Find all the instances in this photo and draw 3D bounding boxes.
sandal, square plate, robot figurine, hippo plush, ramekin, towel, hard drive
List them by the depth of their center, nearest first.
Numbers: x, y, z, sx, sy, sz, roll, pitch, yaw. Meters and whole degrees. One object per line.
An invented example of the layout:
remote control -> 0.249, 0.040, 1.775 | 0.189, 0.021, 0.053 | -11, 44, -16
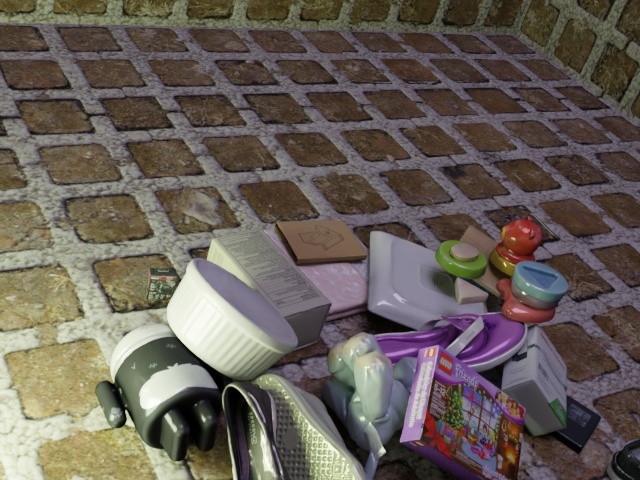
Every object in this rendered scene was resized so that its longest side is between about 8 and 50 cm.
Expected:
robot figurine -> -0.296, 0.288, 1.608 | 0.209, 0.173, 0.278 | 31, 15, -51
ramekin -> -0.188, 0.166, 1.686 | 0.273, 0.127, 0.273 | 40, 5, -4
hippo plush -> 0.163, 0.312, 1.710 | 0.237, 0.234, 0.294 | -2, 38, -24
sandal -> 0.277, 0.227, 1.895 | 0.416, 0.102, 0.169 | -13, 38, -8
hard drive -> 0.580, 0.421, 1.923 | 0.094, 0.022, 0.135 | 33, 37, 21
square plate -> 0.286, 0.118, 2.124 | 0.344, 0.049, 0.347 | 21, 33, -9
towel -> 0.012, 0.068, 2.144 | 0.317, 0.053, 0.332 | -11, 43, -34

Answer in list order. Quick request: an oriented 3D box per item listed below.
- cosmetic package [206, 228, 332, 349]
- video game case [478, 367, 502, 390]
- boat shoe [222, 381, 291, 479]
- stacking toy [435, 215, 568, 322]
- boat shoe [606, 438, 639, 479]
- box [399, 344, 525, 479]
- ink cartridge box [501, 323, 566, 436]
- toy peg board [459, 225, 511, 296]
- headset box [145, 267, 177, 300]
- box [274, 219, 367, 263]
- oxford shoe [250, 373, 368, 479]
cosmetic package -> -0.130, 0.116, 1.948 | 0.153, 0.129, 0.296 | -11, 43, -37
video game case -> 0.307, 0.291, 1.986 | 0.212, 0.023, 0.193 | -1, 39, -23
boat shoe -> -0.118, 0.411, 1.505 | 0.095, 0.112, 0.335 | 36, 31, -50
stacking toy -> 0.441, 0.049, 2.017 | 0.279, 0.130, 0.309 | 9, 31, -13
boat shoe -> 0.780, 0.487, 1.856 | 0.302, 0.091, 0.114 | -4, 40, -27
box -> 0.291, 0.366, 1.664 | 0.293, 0.057, 0.201 | 36, 52, -28
ink cartridge box -> 0.492, 0.317, 1.915 | 0.153, 0.087, 0.208 | 54, 31, -17
toy peg board -> 0.414, 0.070, 2.184 | 0.161, 0.079, 0.160 | 34, 47, 7
headset box -> -0.364, 0.097, 1.913 | 0.062, 0.083, 0.032 | 2, 38, -19
box -> 0.000, 0.000, 2.171 | 0.201, 0.021, 0.164 | -3, 37, -27
oxford shoe -> 0.003, 0.433, 1.565 | 0.130, 0.169, 0.449 | 33, 15, -51
